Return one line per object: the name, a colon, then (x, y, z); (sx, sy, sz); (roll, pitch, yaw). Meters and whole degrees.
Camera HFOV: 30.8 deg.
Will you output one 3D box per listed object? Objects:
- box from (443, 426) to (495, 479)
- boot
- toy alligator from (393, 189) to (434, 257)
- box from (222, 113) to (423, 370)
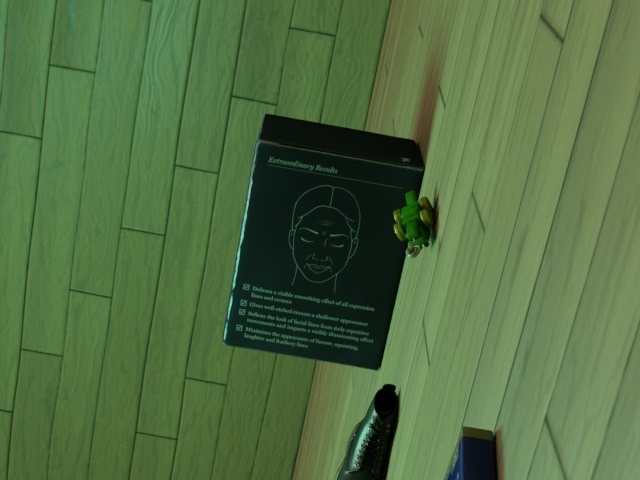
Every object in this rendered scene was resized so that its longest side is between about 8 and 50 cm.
box: (0.129, 0.297, 1.050); (0.225, 0.036, 0.136); (-85, 6, -51)
boot: (0.072, 0.326, 1.770); (0.198, 0.077, 0.137); (-84, 10, -46)
toy alligator: (0.146, -0.012, 1.740); (0.051, 0.056, 0.189); (54, -160, -26)
box: (0.000, 0.000, 2.122); (0.212, 0.294, 0.395); (-88, 9, -70)
